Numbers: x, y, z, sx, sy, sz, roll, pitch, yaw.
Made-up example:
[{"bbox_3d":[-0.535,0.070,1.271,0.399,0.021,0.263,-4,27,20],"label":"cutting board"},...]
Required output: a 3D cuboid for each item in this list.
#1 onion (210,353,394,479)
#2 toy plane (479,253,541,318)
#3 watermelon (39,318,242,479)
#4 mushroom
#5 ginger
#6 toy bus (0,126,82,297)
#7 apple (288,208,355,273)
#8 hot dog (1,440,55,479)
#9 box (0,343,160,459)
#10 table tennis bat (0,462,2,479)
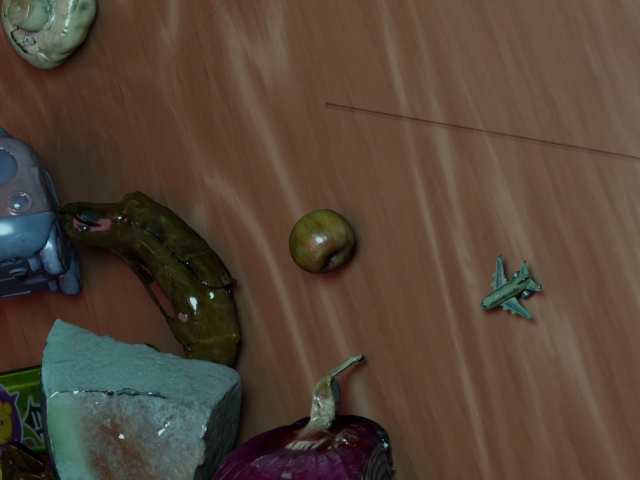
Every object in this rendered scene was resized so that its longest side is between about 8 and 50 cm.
[{"bbox_3d":[-0.029,0.331,1.548,0.256,0.230,0.272,-33,82,34],"label":"onion"},{"bbox_3d":[0.213,0.057,1.462,0.083,0.033,0.080,-38,73,40],"label":"toy plane"},{"bbox_3d":[-0.206,0.247,1.626,0.258,0.228,0.387,-29,89,-5],"label":"watermelon"},{"bbox_3d":[-0.387,-0.316,1.812,0.154,0.122,0.154,5,100,29],"label":"mushroom"},{"bbox_3d":[-0.205,0.037,1.718,0.133,0.107,0.309,-46,72,17],"label":"ginger"},{"bbox_3d":[-0.452,-0.036,1.794,0.197,0.294,0.232,-9,76,-2],"label":"toy bus"},{"bbox_3d":[0.000,0.000,1.583,0.084,0.084,0.071,-50,58,28],"label":"apple"},{"bbox_3d":[-0.366,0.441,1.819,0.326,0.107,0.194,32,129,20],"label":"hot dog"},{"bbox_3d":[-0.367,0.237,1.862,0.345,0.097,0.134,-12,90,36],"label":"box"},{"bbox_3d":[-0.483,0.519,2.003,0.224,0.054,0.368,14,106,34],"label":"table tennis bat"}]
